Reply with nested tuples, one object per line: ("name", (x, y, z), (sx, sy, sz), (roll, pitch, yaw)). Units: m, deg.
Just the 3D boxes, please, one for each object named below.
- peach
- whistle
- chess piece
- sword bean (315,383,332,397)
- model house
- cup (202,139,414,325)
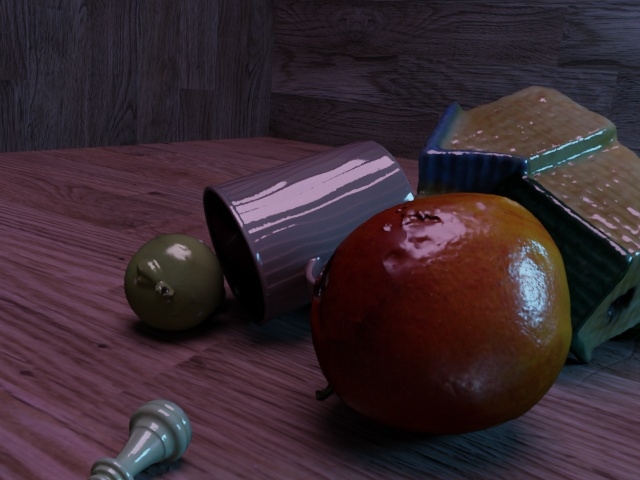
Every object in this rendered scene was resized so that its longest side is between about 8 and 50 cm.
("peach", (0.124, 0.070, 0.615), (0.280, 0.281, 0.238), (0, 27, -18))
("whistle", (-0.210, 0.060, 0.865), (0.141, 0.141, 0.294), (3, -4, -10))
("chess piece", (-0.167, 0.191, 0.478), (0.059, 0.059, 0.149), (11, 20, 18))
("sword bean", (0.021, 0.170, 0.701), (0.012, 0.012, 0.083), (16, 20, 34))
("model house", (0.327, 0.000, 0.926), (0.342, 0.335, 0.382), (-21, 43, -20))
("cup", (-0.006, -0.018, 0.843), (0.273, 0.208, 0.288), (-21, 7, -21))
